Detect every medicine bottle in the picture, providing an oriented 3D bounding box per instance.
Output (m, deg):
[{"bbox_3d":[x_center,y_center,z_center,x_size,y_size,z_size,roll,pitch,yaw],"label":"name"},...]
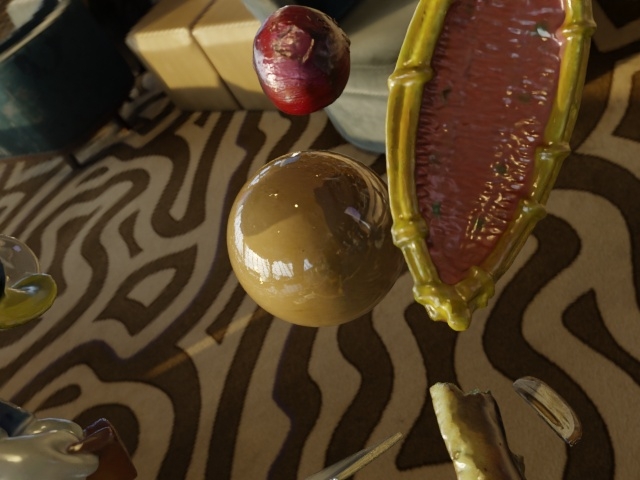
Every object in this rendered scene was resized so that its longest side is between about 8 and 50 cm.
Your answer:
[{"bbox_3d":[-0.484,0.078,0.969,0.187,0.103,0.102,-37,34,29],"label":"medicine bottle"}]

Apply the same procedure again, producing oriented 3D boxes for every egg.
[{"bbox_3d":[0.000,0.000,1.193,0.301,0.374,0.301,-3,80,19],"label":"egg"}]

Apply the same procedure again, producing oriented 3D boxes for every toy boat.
[{"bbox_3d":[0.117,-0.100,0.483,0.099,0.141,0.317,-145,65,-82],"label":"toy boat"}]

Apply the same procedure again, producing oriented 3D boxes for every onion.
[{"bbox_3d":[-0.023,-0.214,0.817,0.131,0.131,0.131,-19,41,18],"label":"onion"}]

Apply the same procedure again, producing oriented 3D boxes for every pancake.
[{"bbox_3d":[0.234,0.340,0.655,0.067,0.305,0.426,-30,60,15],"label":"pancake"}]

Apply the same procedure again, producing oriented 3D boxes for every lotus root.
[{"bbox_3d":[0.230,0.167,0.682,0.030,0.037,0.083,-43,50,4],"label":"lotus root"}]

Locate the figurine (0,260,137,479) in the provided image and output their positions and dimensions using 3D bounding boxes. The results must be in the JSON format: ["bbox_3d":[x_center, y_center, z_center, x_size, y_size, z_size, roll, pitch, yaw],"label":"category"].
[{"bbox_3d":[-0.276,0.123,0.491,0.284,0.204,0.338,4,88,-5],"label":"figurine"}]

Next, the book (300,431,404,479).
[{"bbox_3d":[-0.012,0.466,1.312,0.322,0.228,0.018,-37,76,33],"label":"book"}]
